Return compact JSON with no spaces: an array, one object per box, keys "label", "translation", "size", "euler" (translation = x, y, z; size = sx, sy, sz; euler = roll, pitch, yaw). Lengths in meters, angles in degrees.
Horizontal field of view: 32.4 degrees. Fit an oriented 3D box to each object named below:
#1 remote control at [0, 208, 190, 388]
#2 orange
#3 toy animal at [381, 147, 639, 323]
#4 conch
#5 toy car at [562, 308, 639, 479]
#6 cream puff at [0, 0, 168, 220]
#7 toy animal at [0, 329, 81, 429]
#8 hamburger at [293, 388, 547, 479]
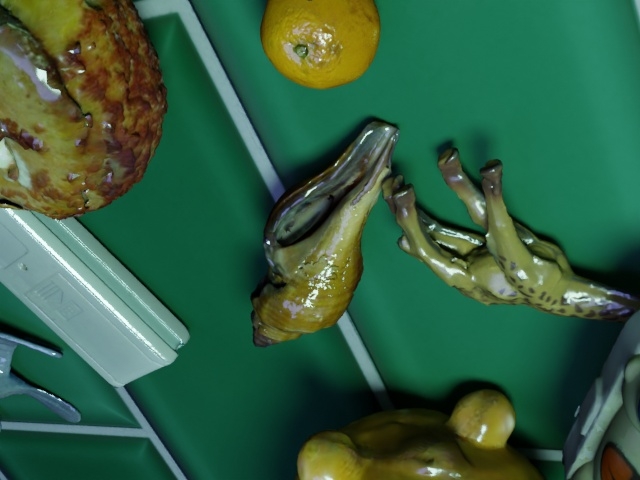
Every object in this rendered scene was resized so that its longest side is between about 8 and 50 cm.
[{"label":"remote control","translation":[-0.256,0.024,1.065],"size":[0.277,0.055,0.103],"euler":[47,136,-16]},{"label":"orange","translation":[0.000,-0.141,0.738],"size":[0.083,0.083,0.084],"euler":[16,136,16]},{"label":"toy animal","translation":[0.170,0.021,0.813],"size":[0.275,0.054,0.149],"euler":[33,141,-4]},{"label":"conch","translation":[-0.003,-0.001,0.885],"size":[0.086,0.080,0.233],"euler":[15,113,-1]},{"label":"toy car","translation":[0.345,0.195,0.725],"size":[0.335,0.226,0.242],"euler":[8,136,-1]},{"label":"cream puff","translation":[-0.217,-0.134,0.810],"size":[0.240,0.164,0.240],"euler":[31,151,20]},{"label":"toy animal","translation":[-0.397,0.151,1.256],"size":[0.255,0.176,0.239],"euler":[10,152,-31]},{"label":"hamburger","translation":[0.092,0.262,0.958],"size":[0.276,0.276,0.237],"euler":[14,125,18]}]
